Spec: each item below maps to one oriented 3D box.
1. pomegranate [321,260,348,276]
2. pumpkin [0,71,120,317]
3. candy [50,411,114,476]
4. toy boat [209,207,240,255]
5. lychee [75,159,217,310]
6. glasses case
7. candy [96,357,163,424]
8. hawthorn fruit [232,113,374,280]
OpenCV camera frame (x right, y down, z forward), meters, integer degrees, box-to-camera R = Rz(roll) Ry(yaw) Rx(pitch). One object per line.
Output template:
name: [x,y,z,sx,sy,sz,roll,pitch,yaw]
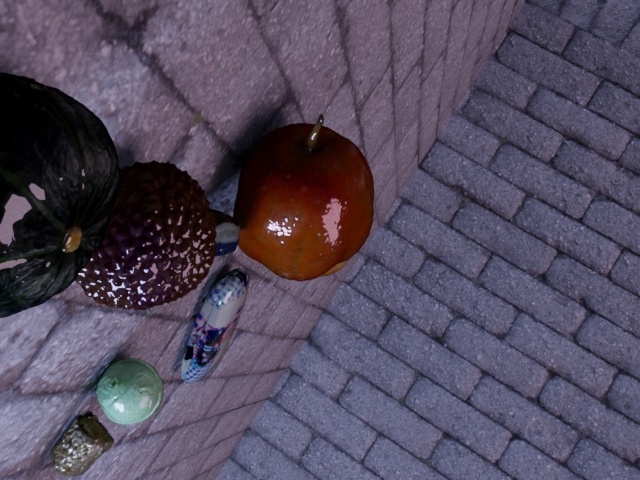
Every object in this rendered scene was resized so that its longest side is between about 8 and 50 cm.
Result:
pomegranate: [0.000,0.002,1.749,0.191,0.191,0.191,-54,168,-17]
pumpkin: [-0.275,-0.038,0.569,0.220,0.162,0.220,-58,174,-10]
candy: [-0.436,0.375,1.208,0.110,0.085,0.095,-46,159,-2]
toy boat: [-0.201,0.002,1.064,0.262,0.114,0.115,17,95,-81]
lychee: [-0.221,-0.011,0.840,0.188,0.188,0.188,-54,168,-17]
glasses case: [-0.245,0.201,1.523,0.125,0.076,0.327,-38,158,-55]
candy: [-0.359,0.314,1.351,0.119,0.119,0.440,-54,175,-15]
hawthorn fruit: [-0.024,-0.096,1.206,0.287,0.287,0.330,-48,160,-38]
